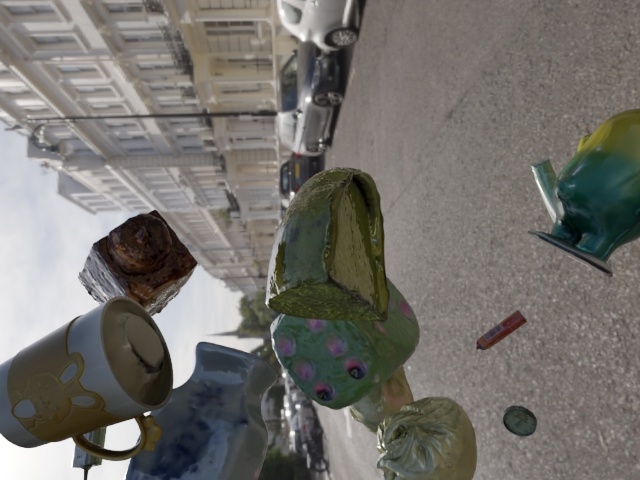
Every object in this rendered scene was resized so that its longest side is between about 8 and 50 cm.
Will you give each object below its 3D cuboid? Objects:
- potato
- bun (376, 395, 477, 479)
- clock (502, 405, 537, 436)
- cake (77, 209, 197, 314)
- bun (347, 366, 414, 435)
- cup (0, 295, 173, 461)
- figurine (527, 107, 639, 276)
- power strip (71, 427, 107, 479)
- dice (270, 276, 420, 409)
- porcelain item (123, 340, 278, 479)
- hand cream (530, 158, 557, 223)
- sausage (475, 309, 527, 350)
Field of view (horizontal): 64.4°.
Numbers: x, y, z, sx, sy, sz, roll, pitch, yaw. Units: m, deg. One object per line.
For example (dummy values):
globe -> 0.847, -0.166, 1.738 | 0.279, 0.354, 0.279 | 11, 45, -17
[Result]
potato -> 0.000, 0.000, 1.019 | 0.330, 0.213, 0.279 | 39, -128, -60
bun -> 0.205, 0.420, 1.050 | 0.229, 0.145, 0.229 | -43, 27, 28
clock -> 0.511, 0.464, 1.306 | 0.017, 0.085, 0.085 | -34, -51, -54
cake -> -0.413, 0.064, 1.187 | 0.198, 0.196, 0.293 | 52, 140, -1
bun -> 0.181, 0.523, 1.747 | 0.361, 0.213, 0.360 | 172, 90, -79
cup -> -0.352, 0.234, 0.784 | 0.185, 0.226, 0.241 | -29, -85, -85
figurine -> 0.602, -0.113, 1.040 | 0.339, 0.232, 0.323 | -61, 17, 8
power strip -> -0.484, 0.384, 1.084 | 0.092, 0.034, 0.267 | -27, 54, 38
dice -> 0.073, 0.264, 1.473 | 0.322, 0.318, 0.330 | 50, -155, 7
porcelain item -> -0.229, 0.409, 0.952 | 0.178, 0.243, 0.404 | 84, -158, -56
hand cream -> 0.599, -0.109, 1.310 | 0.078, 0.050, 0.204 | -94, -19, -84
sausage -> 0.397, 0.205, 1.132 | 0.034, 0.129, 0.034 | 42, -162, -17
